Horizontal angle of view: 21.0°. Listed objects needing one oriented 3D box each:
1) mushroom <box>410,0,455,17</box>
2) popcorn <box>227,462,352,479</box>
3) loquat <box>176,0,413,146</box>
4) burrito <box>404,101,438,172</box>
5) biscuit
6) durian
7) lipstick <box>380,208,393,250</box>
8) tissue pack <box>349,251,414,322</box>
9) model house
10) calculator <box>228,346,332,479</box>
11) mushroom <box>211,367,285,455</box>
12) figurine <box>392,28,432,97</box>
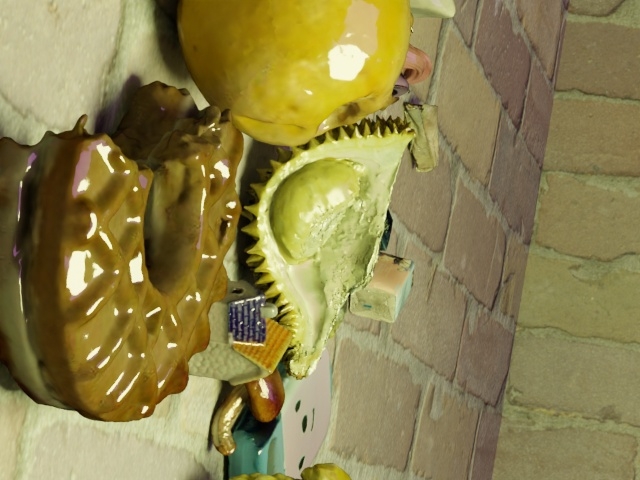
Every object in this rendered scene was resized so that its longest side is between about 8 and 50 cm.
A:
[{"bbox_3d":[0.019,-0.341,1.803,0.397,0.177,0.126,52,37,-66],"label":"mushroom"},{"bbox_3d":[-0.041,0.352,1.821,0.251,0.237,0.206,-45,160,18],"label":"popcorn"},{"bbox_3d":[-0.031,-0.213,1.626,0.244,0.243,0.244,8,90,-74],"label":"loquat"},{"bbox_3d":[0.152,-0.160,2.558,0.055,0.041,0.149,-54,150,-33],"label":"burrito"},{"bbox_3d":[-0.166,0.013,1.441,0.366,0.115,0.268,-25,122,-69],"label":"biscuit"},{"bbox_3d":[0.000,0.000,1.905,0.306,0.166,0.172,-71,160,-4],"label":"durian"},{"bbox_3d":[0.039,-0.076,2.200,0.312,0.051,0.051,64,39,-61],"label":"lipstick"},{"bbox_3d":[0.084,0.063,2.382,0.094,0.074,0.059,-60,160,-55],"label":"tissue pack"},{"bbox_3d":[-0.084,0.085,1.771,0.088,0.100,0.101,-54,147,-58],"label":"model house"},{"bbox_3d":[-0.048,0.232,2.053,0.293,0.051,0.173,-58,153,-54],"label":"calculator"},{"bbox_3d":[-0.077,0.176,1.895,0.088,0.072,0.130,154,-49,-73],"label":"mushroom"},{"bbox_3d":[0.076,-0.245,2.143,0.114,0.126,0.157,20,-75,63],"label":"figurine"}]
